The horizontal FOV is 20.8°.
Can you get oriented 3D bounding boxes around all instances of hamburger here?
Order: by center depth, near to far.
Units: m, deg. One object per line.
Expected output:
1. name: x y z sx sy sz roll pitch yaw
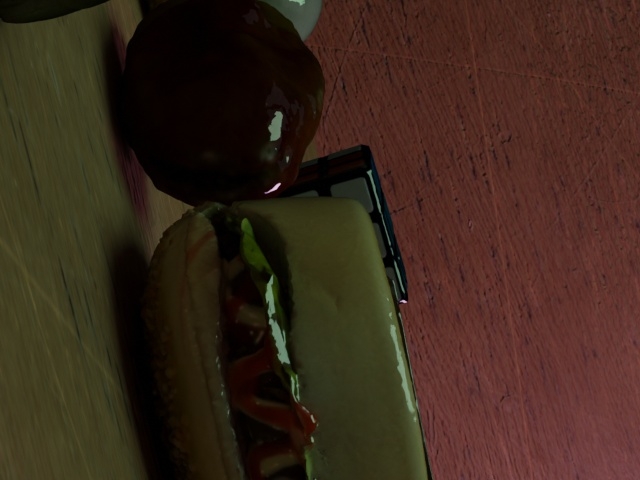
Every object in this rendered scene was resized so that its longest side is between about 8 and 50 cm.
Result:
1. hamburger: -0.022 0.104 1.198 0.302 0.170 0.302 -12 90 -90

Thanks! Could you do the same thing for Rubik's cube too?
1. Rubik's cube: 0.000 0.000 1.917 0.160 0.163 0.162 -85 157 -78

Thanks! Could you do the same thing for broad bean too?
1. broad bean: -0.075 -0.117 1.332 0.122 0.156 0.228 77 8 -45

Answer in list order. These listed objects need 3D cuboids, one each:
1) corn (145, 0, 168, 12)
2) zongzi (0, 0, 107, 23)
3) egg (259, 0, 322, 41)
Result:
1. corn: -0.111 -0.204 1.593 0.091 0.091 0.260 156 -77 -78
2. zongzi: -0.081 -0.270 0.946 0.125 0.274 0.250 -114 -172 -69
3. egg: -0.072 -0.281 1.974 0.192 0.149 0.149 -94 169 -63
